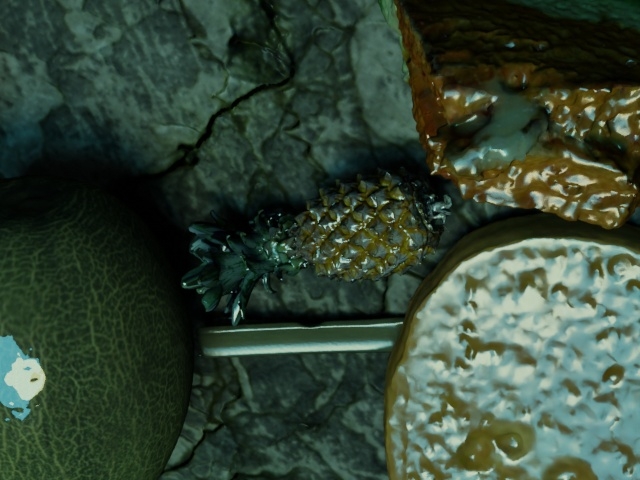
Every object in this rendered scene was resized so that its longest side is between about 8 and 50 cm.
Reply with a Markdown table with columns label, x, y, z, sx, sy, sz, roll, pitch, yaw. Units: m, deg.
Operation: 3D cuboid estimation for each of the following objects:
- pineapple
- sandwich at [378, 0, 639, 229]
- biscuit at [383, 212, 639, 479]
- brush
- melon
| label | x | y | z | sx | sy | sz | roll | pitch | yaw |
| --- | --- | --- | --- | --- | --- | --- | --- | --- | --- |
| pineapple | 0.000 | 0.001 | 1.313 | 0.221 | 0.103 | 0.083 | -14 | 125 | 23 |
| sandwich | 0.162 | -0.103 | 1.162 | 0.292 | 0.212 | 0.109 | 3 | 134 | 0 |
| biscuit | 0.228 | 0.166 | 1.343 | 0.365 | 0.062 | 0.385 | 4 | 110 | 12 |
| brush | -0.007 | 0.076 | 1.403 | 0.190 | 0.027 | 0.034 | -3 | 121 | 10 |
| melon | -0.218 | 0.099 | 1.353 | 0.237 | 0.237 | 0.302 | 8 | 121 | 12 |
